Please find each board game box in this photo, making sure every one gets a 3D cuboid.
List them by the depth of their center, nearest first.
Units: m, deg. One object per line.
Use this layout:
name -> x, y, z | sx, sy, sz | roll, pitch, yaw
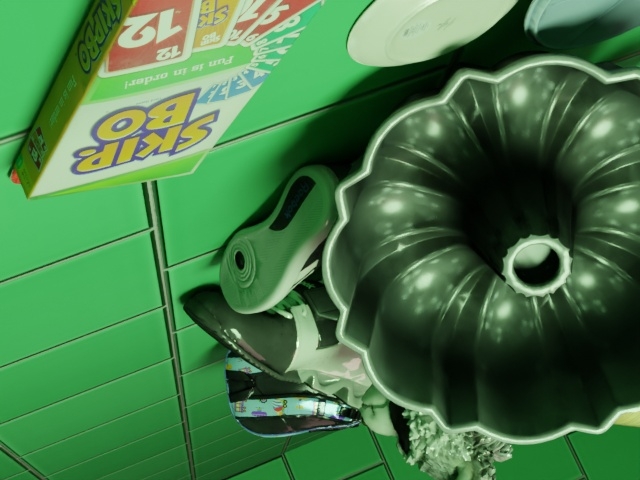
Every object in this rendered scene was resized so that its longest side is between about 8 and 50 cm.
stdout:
board game box -> -0.095, -0.093, 0.657 | 0.124, 0.039, 0.259 | -12, 164, -34

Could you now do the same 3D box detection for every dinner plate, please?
dinner plate -> 0.085, -0.154, 0.753 | 0.141, 0.017, 0.141 | -21, 164, -6

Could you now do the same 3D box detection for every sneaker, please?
sneaker -> 0.000, 0.000, 1.020 | 0.121, 0.079, 0.217 | -10, 159, -37
sneaker -> -0.016, 0.087, 1.253 | 0.330, 0.122, 0.146 | 27, 95, -50

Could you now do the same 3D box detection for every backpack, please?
backpack -> -0.037, 0.176, 1.439 | 0.173, 0.158, 0.117 | -9, -178, -4

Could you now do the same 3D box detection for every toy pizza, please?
toy pizza -> 0.231, -0.202, 0.775 | 0.201, 0.032, 0.201 | -23, 165, -6

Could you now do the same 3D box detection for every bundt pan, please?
bundt pan -> 0.167, -0.006, 0.890 | 0.331, 0.331, 0.124 | -28, -159, 14

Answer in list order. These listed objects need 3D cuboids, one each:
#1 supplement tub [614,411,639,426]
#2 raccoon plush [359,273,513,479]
supplement tub -> 0.330, 0.131, 1.214 | 0.200, 0.144, 0.144 | 10, 151, -22
raccoon plush -> 0.209, 0.089, 1.053 | 0.446, 0.299, 0.216 | -20, -171, 42
